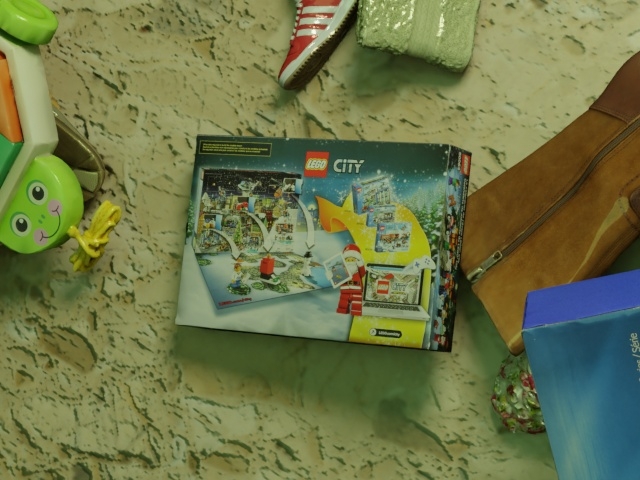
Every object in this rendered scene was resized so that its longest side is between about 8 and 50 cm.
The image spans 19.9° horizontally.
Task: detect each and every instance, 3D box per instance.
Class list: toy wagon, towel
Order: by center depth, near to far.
[{"bbox_3d":[0.084,-0.216,1.458,0.110,0.027,0.148,12,84,-21],"label":"towel"},{"bbox_3d":[-0.316,-0.095,1.519,0.344,0.068,0.267,38,113,15],"label":"toy wagon"}]

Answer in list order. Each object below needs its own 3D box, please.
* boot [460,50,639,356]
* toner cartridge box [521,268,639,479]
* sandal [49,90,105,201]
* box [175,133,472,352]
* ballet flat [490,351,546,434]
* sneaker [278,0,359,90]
[{"bbox_3d":[0.238,-0.017,1.347,0.280,0.096,0.264,-40,51,7],"label":"boot"},{"bbox_3d":[0.263,0.191,1.298,0.165,0.075,0.348,-12,107,14],"label":"toner cartridge box"},{"bbox_3d":[-0.247,-0.106,1.553,0.180,0.049,0.072,46,113,5],"label":"sandal"},{"bbox_3d":[0.000,0.000,1.450,0.233,0.044,0.159,4,85,29],"label":"box"},{"bbox_3d":[0.230,0.068,1.391,0.241,0.077,0.091,-34,79,10],"label":"ballet flat"},{"bbox_3d":[-0.013,-0.185,1.501,0.067,0.042,0.118,37,86,12],"label":"sneaker"}]
